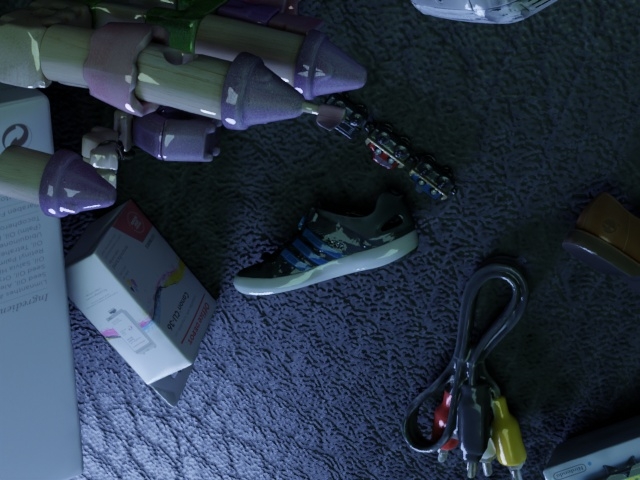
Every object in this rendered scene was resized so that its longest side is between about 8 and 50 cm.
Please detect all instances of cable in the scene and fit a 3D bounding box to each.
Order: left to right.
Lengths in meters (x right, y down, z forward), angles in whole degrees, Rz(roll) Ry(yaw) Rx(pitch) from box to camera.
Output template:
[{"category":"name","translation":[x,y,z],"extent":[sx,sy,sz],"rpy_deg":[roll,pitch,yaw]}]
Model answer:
[{"category":"cable","translation":[0.165,0.142,1.045],"extent":[0.139,0.072,0.287],"rpy_deg":[10,111,25]}]

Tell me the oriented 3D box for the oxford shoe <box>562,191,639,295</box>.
[{"category":"oxford shoe","translation":[0.337,0.024,0.918],"extent":[0.212,0.076,0.076],"rpy_deg":[32,82,-20]}]

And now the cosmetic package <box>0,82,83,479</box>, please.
[{"category":"cosmetic package","translation":[-0.373,0.039,0.950],"extent":[0.230,0.161,0.453],"rpy_deg":[35,134,41]}]

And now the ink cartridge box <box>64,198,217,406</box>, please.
[{"category":"ink cartridge box","translation":[-0.182,0.069,1.016],"extent":[0.067,0.115,0.198],"rpy_deg":[-27,113,24]}]

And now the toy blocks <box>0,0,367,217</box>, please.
[{"category":"toy blocks","translation":[-0.082,-0.148,0.762],"extent":[0.260,0.288,0.309],"rpy_deg":[14,119,9]}]

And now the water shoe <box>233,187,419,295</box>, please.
[{"category":"water shoe","translation":[0.000,0.000,0.978],"extent":[0.203,0.073,0.080],"rpy_deg":[-15,95,15]}]

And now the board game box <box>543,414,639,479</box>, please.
[{"category":"board game box","translation":[0.408,0.332,1.000],"extent":[0.224,0.097,0.303],"rpy_deg":[-27,87,25]}]

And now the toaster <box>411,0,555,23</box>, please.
[{"category":"toaster","translation":[0.145,-0.263,0.718],"extent":[0.129,0.227,0.146],"rpy_deg":[23,141,48]}]

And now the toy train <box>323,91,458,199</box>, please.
[{"category":"toy train","translation":[0.067,-0.088,0.924],"extent":[0.158,0.027,0.036],"rpy_deg":[34,125,-10]}]
